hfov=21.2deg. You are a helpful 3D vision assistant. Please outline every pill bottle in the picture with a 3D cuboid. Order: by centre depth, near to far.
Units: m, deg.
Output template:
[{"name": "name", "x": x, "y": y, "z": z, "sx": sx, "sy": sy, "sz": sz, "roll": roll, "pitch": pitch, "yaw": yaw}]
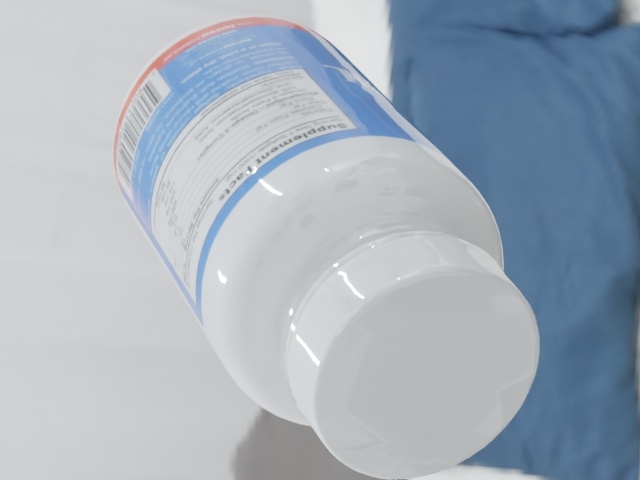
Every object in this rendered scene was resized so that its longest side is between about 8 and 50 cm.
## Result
[{"name": "pill bottle", "x": 0.000, "y": 0.000, "z": 0.705, "sx": 0.221, "sy": 0.124, "sz": 0.124, "roll": 52, "pitch": 133, "yaw": 53}]
